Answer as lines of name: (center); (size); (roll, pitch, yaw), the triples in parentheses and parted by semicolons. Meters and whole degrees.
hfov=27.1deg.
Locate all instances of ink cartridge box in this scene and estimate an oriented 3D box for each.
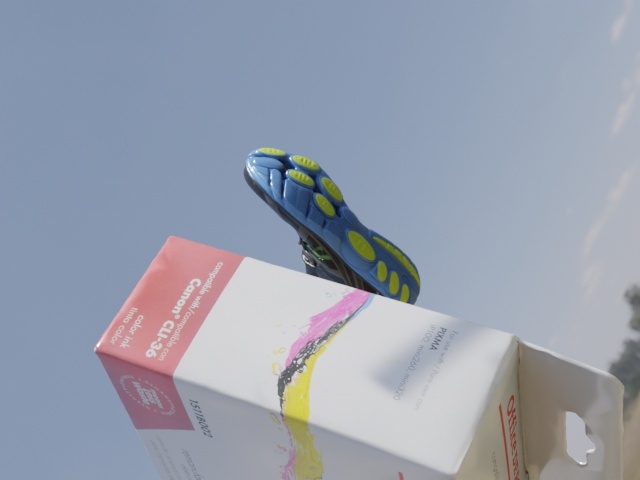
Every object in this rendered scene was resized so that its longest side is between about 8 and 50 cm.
ink cartridge box: (0.019, 0.080, 0.542); (0.067, 0.198, 0.115); (-60, -28, -31)

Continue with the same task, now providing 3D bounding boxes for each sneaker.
sneaker: (0.000, 0.000, 1.121); (0.078, 0.188, 0.067); (-35, 15, 40)
